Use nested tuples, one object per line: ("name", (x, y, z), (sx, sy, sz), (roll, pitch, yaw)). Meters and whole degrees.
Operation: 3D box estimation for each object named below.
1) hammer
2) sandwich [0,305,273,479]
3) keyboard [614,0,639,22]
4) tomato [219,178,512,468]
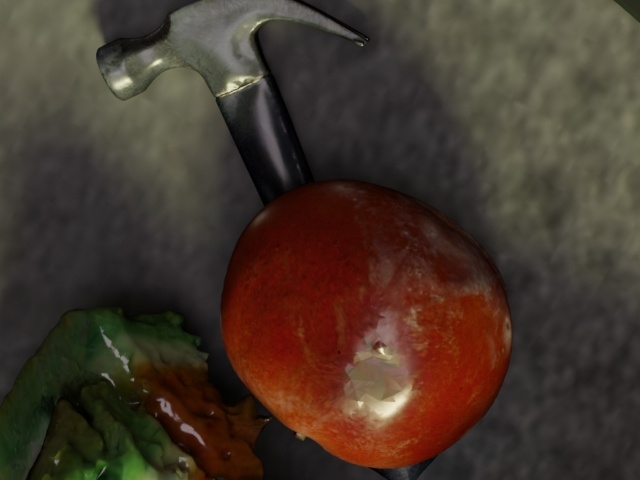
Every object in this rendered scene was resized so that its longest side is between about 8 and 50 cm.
("hammer", (0.000, 0.000, 0.662), (0.137, 0.037, 0.290), (-23, 99, 10))
("sandwich", (-0.090, 0.209, 0.608), (0.301, 0.162, 0.250), (41, 111, 21))
("keyboard", (0.126, -0.192, 0.600), (0.381, 0.041, 0.103), (36, 127, -10))
("tomato", (0.020, 0.047, 0.603), (0.159, 0.091, 0.139), (40, 103, -1))
